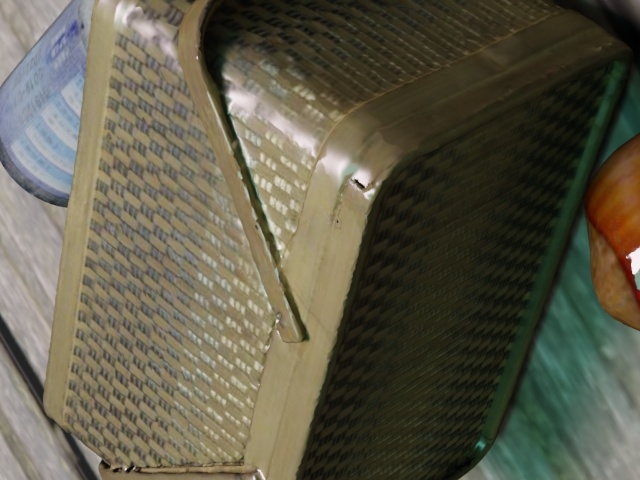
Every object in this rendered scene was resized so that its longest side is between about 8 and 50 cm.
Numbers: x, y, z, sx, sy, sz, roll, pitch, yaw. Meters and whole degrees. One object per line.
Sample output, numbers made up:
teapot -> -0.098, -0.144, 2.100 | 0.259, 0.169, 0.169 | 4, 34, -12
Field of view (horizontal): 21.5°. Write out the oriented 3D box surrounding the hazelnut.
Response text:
hazelnut -> 0.138, -0.001, 0.621 | 0.086, 0.086, 0.086 | 24, 128, 35

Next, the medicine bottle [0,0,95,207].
medicine bottle -> -0.081, -0.089, 0.781 | 0.083, 0.083, 0.203 | 57, 141, 4

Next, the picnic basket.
picnic basket -> 0.000, 0.000, 0.687 | 0.139, 0.165, 0.267 | 37, 133, 26
